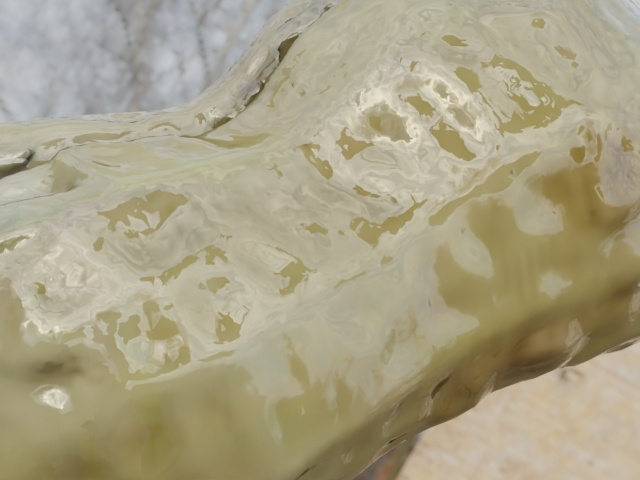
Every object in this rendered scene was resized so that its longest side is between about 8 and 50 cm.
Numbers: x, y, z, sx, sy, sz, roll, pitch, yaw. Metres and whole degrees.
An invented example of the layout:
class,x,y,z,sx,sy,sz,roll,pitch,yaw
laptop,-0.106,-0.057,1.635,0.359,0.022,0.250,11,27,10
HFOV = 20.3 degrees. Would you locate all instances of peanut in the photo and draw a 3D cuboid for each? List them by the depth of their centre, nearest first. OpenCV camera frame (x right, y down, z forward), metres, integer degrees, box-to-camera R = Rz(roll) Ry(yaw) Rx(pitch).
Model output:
class,x,y,z,sx,sy,sz,roll,pitch,yaw
peanut,0.000,0.000,0.479,0.130,0.290,0.130,39,-38,40
